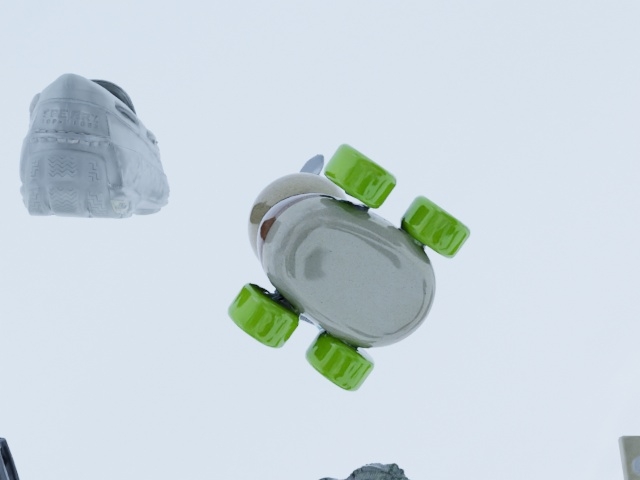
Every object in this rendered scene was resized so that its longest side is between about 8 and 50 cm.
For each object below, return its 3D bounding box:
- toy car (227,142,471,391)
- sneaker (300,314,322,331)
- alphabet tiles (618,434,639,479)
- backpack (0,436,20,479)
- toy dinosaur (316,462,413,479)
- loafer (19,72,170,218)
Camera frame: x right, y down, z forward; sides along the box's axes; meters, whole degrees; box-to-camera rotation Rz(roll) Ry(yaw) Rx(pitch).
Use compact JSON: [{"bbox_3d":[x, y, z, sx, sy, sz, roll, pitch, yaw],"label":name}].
[{"bbox_3d":[0.000,0.000,0.925,0.149,0.188,0.155,33,96,-26],"label":"toy car"},{"bbox_3d":[0.025,0.040,1.309,0.166,0.076,0.065,-38,126,-38],"label":"sneaker"},{"bbox_3d":[0.437,0.252,1.011,0.343,0.285,0.011,0,157,-6],"label":"alphabet tiles"},{"bbox_3d":[-0.243,0.089,0.326,0.253,0.191,0.225,-52,142,-52],"label":"backpack"},{"bbox_3d":[-0.022,0.248,0.943,0.268,0.064,0.118,-24,129,15],"label":"toy dinosaur"},{"bbox_3d":[-0.180,-0.077,0.960,0.112,0.319,0.111,3,92,-6],"label":"loafer"}]
